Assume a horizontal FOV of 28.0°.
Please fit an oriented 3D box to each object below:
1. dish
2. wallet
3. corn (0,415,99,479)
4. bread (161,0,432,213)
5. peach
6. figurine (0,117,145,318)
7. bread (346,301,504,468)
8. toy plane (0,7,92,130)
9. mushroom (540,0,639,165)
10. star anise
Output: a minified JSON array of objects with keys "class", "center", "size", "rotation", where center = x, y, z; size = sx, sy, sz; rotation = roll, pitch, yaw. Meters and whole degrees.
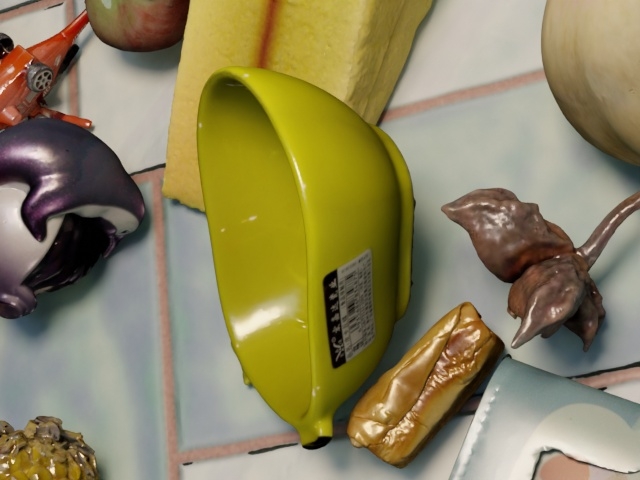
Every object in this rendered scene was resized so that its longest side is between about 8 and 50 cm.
[{"class":"dish","center":[0.000,0.000,0.919],"size":[0.108,0.262,0.221],"rotation":[-12,21,-20]},{"class":"wallet","center":[0.203,0.193,0.838],"size":[0.250,0.075,0.176],"rotation":[19,74,25]},{"class":"corn","center":[-0.244,0.286,0.961],"size":[0.115,0.115,0.318],"rotation":[4,74,23]},{"class":"bread","center":[-0.012,-0.147,1.057],"size":[0.167,0.163,0.264],"rotation":[24,114,23]},{"class":"peach","center":[-0.149,-0.240,1.087],"size":[0.152,0.152,0.152],"rotation":[-7,70,19]},{"class":"figurine","center":[-0.256,-0.015,1.057],"size":[0.222,0.145,0.145],"rotation":[-28,64,12]},{"class":"bread","center":[0.076,0.104,0.918],"size":[0.053,0.074,0.132],"rotation":[42,93,17]},{"class":"toy plane","center":[-0.233,-0.158,1.131],"size":[0.194,0.077,0.126],"rotation":[-32,65,1]},{"class":"mushroom","center":[0.279,-0.148,0.862],"size":[0.234,0.254,0.260],"rotation":[25,55,-15]},{"class":"star anise","center":[0.230,-0.006,0.862],"size":[0.227,0.148,0.218],"rotation":[-42,105,16]}]
